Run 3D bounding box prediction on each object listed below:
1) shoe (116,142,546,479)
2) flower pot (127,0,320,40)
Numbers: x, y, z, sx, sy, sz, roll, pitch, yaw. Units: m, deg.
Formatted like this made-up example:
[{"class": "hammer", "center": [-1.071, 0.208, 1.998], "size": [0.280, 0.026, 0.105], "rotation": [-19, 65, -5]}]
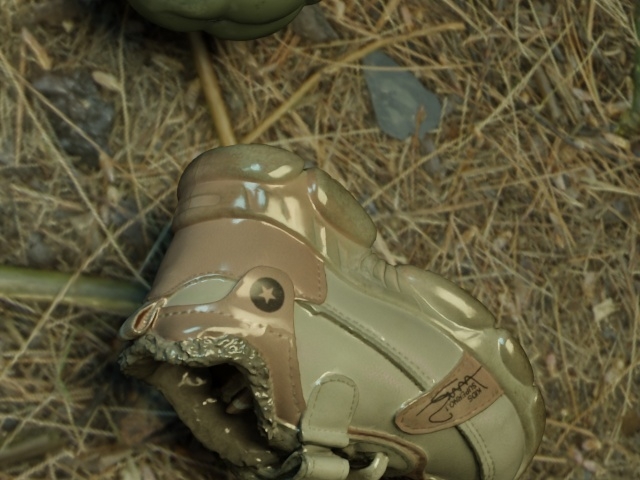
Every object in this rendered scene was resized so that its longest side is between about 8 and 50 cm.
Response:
[{"class": "shoe", "center": [-0.002, 0.106, 1.395], "size": [0.351, 0.172, 0.198], "rotation": [41, 58, -16]}, {"class": "flower pot", "center": [-0.074, -0.272, 1.432], "size": [0.246, 0.246, 0.195], "rotation": [54, 32, -6]}]
